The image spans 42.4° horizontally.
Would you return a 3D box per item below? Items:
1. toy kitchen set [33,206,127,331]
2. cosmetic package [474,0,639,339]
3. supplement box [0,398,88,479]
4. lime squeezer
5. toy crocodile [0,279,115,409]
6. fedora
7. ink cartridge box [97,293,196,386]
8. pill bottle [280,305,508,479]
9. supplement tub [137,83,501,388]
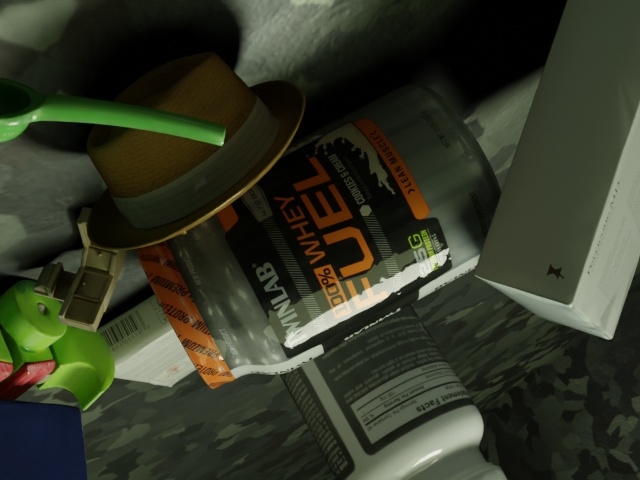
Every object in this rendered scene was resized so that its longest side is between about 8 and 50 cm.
[{"bbox_3d":[-0.222,0.023,0.735,0.068,0.083,0.075,14,148,2],"label":"toy kitchen set"},{"bbox_3d":[0.284,-0.106,0.807,0.284,0.097,0.378,27,82,-64],"label":"cosmetic package"},{"bbox_3d":[-0.401,0.275,0.720,0.356,0.195,0.194,-19,160,19],"label":"supplement box"},{"bbox_3d":[-0.222,-0.056,0.522,0.310,0.110,0.059,-19,-163,5],"label":"lime squeezer"},{"bbox_3d":[-0.316,0.093,0.704,0.115,0.105,0.340,-37,155,13],"label":"toy crocodile"},{"bbox_3d":[-0.107,-0.079,0.611,0.194,0.194,0.079,-32,121,2],"label":"fedora"},{"bbox_3d":[-0.157,0.104,0.995,0.181,0.056,0.225,-33,166,1],"label":"ink cartridge box"},{"bbox_3d":[0.087,0.224,1.112,0.210,0.363,0.210,-25,156,-12],"label":"pill bottle"},{"bbox_3d":[0.000,0.000,0.792,0.315,0.194,0.194,-29,156,-7],"label":"supplement tub"}]
